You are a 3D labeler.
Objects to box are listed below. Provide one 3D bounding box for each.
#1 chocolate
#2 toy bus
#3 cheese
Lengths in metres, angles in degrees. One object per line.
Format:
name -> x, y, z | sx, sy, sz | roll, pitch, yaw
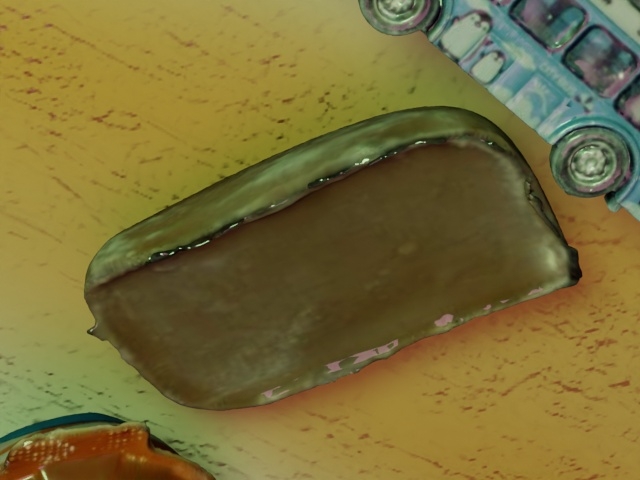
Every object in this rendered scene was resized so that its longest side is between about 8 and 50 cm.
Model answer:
chocolate -> 0.001, -0.001, 1.058 | 0.261, 0.083, 0.161 | -20, 136, 12
toy bus -> 0.109, -0.134, 0.976 | 0.297, 0.106, 0.131 | 37, 108, -19
cheese -> -0.160, 0.223, 1.147 | 0.217, 0.129, 0.329 | -7, 136, -20
